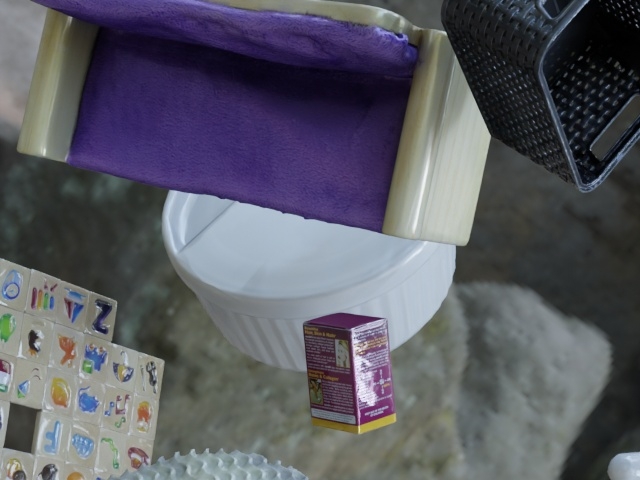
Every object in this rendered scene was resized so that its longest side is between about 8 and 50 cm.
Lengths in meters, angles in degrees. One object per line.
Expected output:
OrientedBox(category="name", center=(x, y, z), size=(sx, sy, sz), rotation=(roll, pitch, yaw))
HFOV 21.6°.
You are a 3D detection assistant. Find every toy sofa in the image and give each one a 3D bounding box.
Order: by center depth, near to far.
OrientedBox(category="toy sofa", center=(-0.063, -0.103, 1.246), size=(0.362, 0.150, 0.177), rotation=(13, 2, 30))

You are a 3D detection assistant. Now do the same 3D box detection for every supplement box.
OrientedBox(category="supplement box", center=(0.022, 0.101, 1.281), size=(0.043, 0.083, 0.055), rotation=(-13, 13, -41))

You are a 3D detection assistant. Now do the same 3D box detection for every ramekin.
OrientedBox(category="ramekin", center=(0.000, 0.000, 1.525), size=(0.273, 0.273, 0.127), rotation=(54, -14, 46))

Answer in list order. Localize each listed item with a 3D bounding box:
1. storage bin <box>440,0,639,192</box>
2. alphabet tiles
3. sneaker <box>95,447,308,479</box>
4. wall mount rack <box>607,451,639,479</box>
OrientedBox(category="storage bin", center=(0.162, -0.130, 1.089), size=(0.084, 0.122, 0.180), rotation=(36, -11, 32))
OrientedBox(category="alphabet tiles", center=(-0.224, 0.141, 1.510), size=(0.009, 0.198, 0.237), rotation=(-4, -17, 33))
OrientedBox(category="sneaker", center=(-0.125, 0.244, 1.169), size=(0.293, 0.146, 0.102), rotation=(-9, 28, -28))
OrientedBox(category="wall mount rack", center=(0.332, 0.130, 0.809), size=(0.304, 0.350, 0.130), rotation=(39, 54, -13))
